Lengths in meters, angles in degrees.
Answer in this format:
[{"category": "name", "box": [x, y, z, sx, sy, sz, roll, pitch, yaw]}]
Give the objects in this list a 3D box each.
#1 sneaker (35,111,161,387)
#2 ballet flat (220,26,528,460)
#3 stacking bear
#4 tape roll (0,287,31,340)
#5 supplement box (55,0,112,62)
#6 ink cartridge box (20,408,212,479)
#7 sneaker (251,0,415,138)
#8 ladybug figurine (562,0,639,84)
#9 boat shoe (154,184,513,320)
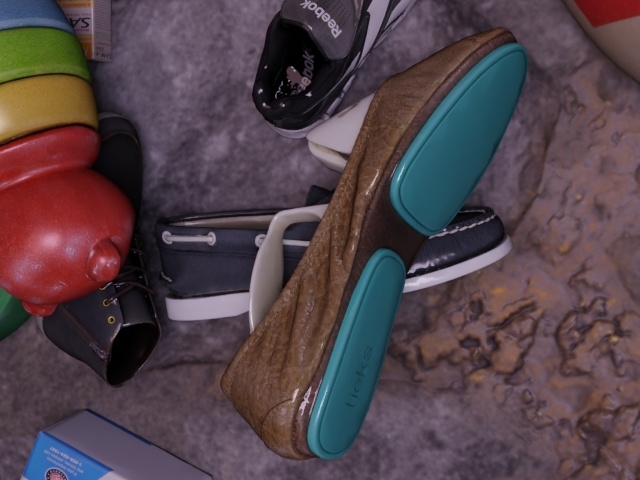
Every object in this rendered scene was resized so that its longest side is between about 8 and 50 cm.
[{"category": "sneaker", "box": [-0.173, 0.008, 0.801, 0.118, 0.083, 0.222, 29, 113, 39]}, {"category": "ballet flat", "box": [0.026, -0.014, 0.670, 0.124, 0.116, 0.342, 21, 81, 33]}, {"category": "stacking bear", "box": [-0.235, -0.088, 0.706, 0.175, 0.164, 0.289, -27, 85, 26]}, {"category": "tape roll", "box": [-0.397, -0.038, 0.875, 0.321, 0.077, 0.321, 1, 96, 14]}, {"category": "supplement box", "box": [-0.223, -0.209, 0.836, 0.062, 0.036, 0.098, 1, 96, 14]}, {"category": "ink cartridge box", "box": [-0.211, 0.283, 0.855, 0.148, 0.086, 0.203, 26, 102, 11]}, {"category": "sneaker", "box": [0.017, -0.184, 0.743, 0.078, 0.106, 0.234, 35, 102, 7]}, {"category": "ladybug figurine", "box": [0.277, -0.297, 0.617, 0.305, 0.162, 0.449, -16, 96, 17]}, {"category": "boat shoe", "box": [0.000, 0.000, 0.763, 0.303, 0.114, 0.091, -11, 99, 14]}]
